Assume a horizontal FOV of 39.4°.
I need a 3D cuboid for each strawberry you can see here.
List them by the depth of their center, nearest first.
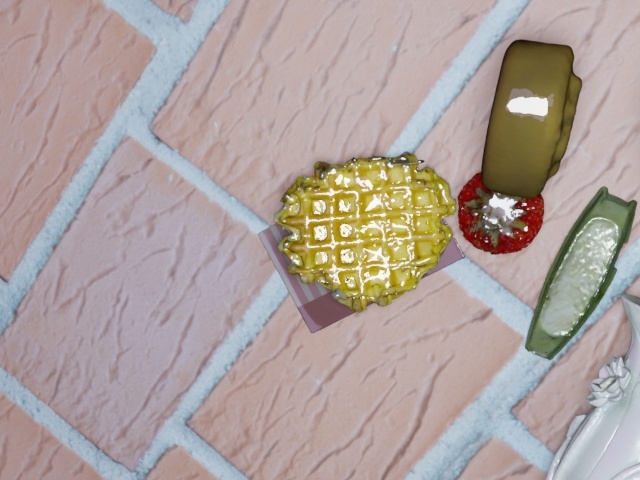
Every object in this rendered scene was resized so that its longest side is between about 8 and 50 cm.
[{"bbox_3d":[0.278,-0.044,1.393,0.145,0.086,0.145,2,99,12],"label":"strawberry"}]

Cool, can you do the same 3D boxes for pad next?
[{"bbox_3d":[0.064,0.008,1.496,0.299,0.005,0.202,-27,93,17],"label":"pad"}]

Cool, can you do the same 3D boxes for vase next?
[{"bbox_3d":[0.490,0.298,1.335,0.250,0.250,0.445,14,99,11],"label":"vase"}]

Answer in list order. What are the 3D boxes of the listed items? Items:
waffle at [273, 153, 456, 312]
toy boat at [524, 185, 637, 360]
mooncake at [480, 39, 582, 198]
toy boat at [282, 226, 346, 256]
[{"bbox_3d":[0.070,-0.026,1.430,0.262,0.060,0.280,40,95,-1],"label":"waffle"},{"bbox_3d":[0.403,0.061,1.397,0.093,0.055,0.293,26,105,11],"label":"toy boat"},{"bbox_3d":[0.302,-0.173,1.283,0.117,0.235,0.235,10,102,10],"label":"mooncake"},{"bbox_3d":[0.003,0.012,1.490,0.149,0.034,0.105,7,96,11],"label":"toy boat"}]
